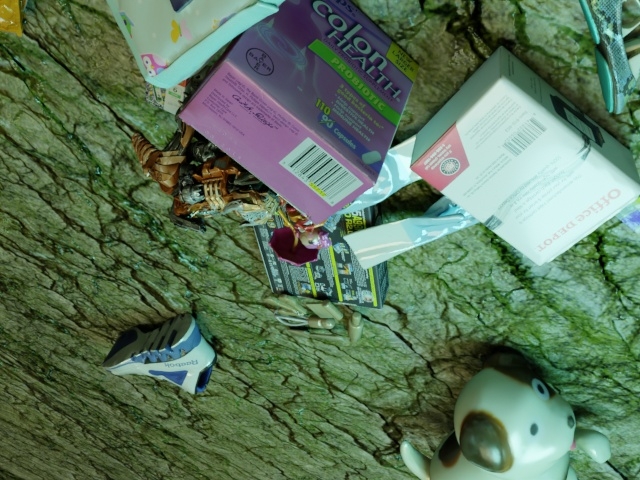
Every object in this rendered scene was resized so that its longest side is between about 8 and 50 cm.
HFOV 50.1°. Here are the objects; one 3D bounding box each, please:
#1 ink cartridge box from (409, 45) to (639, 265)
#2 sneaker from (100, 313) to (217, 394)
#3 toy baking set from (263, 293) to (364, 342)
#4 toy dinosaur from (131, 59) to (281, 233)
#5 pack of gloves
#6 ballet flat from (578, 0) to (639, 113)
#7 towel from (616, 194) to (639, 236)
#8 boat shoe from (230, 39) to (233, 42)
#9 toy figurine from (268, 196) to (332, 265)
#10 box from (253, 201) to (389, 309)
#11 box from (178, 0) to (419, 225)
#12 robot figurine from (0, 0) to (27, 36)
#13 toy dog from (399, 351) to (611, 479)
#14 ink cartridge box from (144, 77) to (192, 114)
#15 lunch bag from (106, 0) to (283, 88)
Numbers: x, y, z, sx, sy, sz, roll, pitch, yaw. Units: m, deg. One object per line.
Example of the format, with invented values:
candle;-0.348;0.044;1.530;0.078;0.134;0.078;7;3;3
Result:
ink cartridge box;0.264;-0.103;0.893;0.237;0.100;0.172;34;128;-13
sneaker;-0.359;0.291;1.608;0.315;0.127;0.182;-18;124;35
toy baking set;-0.008;0.152;1.343;0.196;0.030;0.256;15;157;12
toy dinosaur;-0.168;-0.123;0.963;0.321;0.218;0.164;25;167;19
pack of gloves;0.128;-0.052;1.016;0.232;0.046;0.195;-24;127;16
ballet flat;0.339;-0.228;0.775;0.070;0.070;0.188;-8;135;31
towel;0.462;-0.032;0.969;0.083;0.009;0.060;37;139;-16
boat shoe;-0.094;-0.246;0.968;0.046;0.038;0.125;-4;133;28
toy figurine;-0.035;-0.033;1.025;0.173;0.130;0.159;0;132;37
box;0.000;0.000;1.178;0.216;0.060;0.270;6;137;18
box;-0.014;-0.185;0.839;0.213;0.243;0.117;38;137;-17
robot figurine;-0.477;-0.410;0.899;0.211;0.085;0.291;2;143;-18
toy dog;0.360;0.398;1.326;0.395;0.284;0.408;25;142;26
ink cartridge box;-0.228;-0.248;1.034;0.062;0.029;0.115;24;140;-1
lunch bag;-0.108;-0.308;0.710;0.223;0.262;0.160;-22;147;38
